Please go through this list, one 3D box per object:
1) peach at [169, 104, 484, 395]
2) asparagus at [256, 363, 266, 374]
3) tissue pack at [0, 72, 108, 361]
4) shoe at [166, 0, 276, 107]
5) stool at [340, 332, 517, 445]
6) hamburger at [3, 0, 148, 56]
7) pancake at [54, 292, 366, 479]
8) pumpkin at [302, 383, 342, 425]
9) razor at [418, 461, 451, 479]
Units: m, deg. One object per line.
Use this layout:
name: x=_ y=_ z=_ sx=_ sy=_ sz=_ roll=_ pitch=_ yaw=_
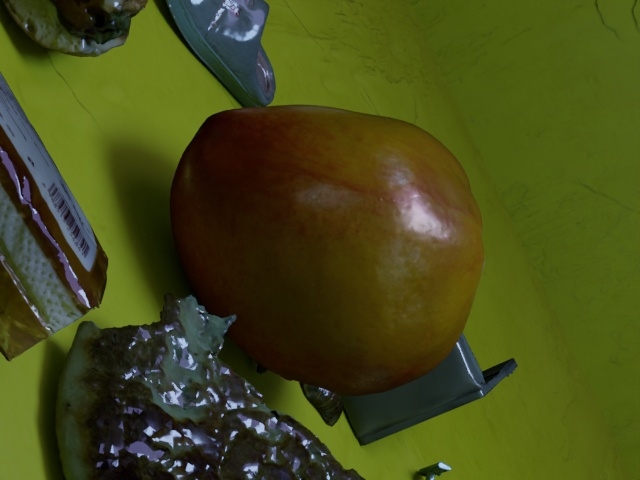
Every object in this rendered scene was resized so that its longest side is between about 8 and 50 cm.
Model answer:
peach: x=-0.002 y=0.005 z=1.223 sx=0.307 sy=0.289 sz=0.289 roll=6 pitch=52 yaw=-26
asparagus: x=-0.057 y=0.067 z=1.377 sx=0.248 sy=0.025 sz=0.024 roll=-84 pitch=-173 yaw=-58
tissue pack: x=-0.237 y=-0.048 z=0.855 sx=0.226 sy=0.092 sz=0.183 roll=59 pitch=-3 yaw=-13
shoe: x=-0.111 y=-0.272 z=1.556 sx=0.251 sy=0.100 sz=0.103 roll=52 pitch=22 yaw=-41
stool: x=0.111 y=0.099 z=1.567 sx=0.244 sy=0.170 sz=0.269 roll=67 pitch=18 yaw=6
hamburger: x=-0.236 y=-0.255 z=1.190 sx=0.208 sy=0.135 sz=0.155 roll=-94 pitch=172 yaw=-80
pancake: x=-0.057 y=0.236 z=0.947 sx=0.427 sy=0.067 sz=0.305 roll=44 pitch=40 yaw=-1
pumpkin: x=0.007 y=0.175 z=1.406 sx=0.083 sy=0.028 sz=0.050 roll=59 pitch=16 yaw=-29
razor: x=0.165 y=0.381 z=1.562 sx=0.068 sy=0.037 sz=0.191 roll=136 pitch=-61 yaw=-65
